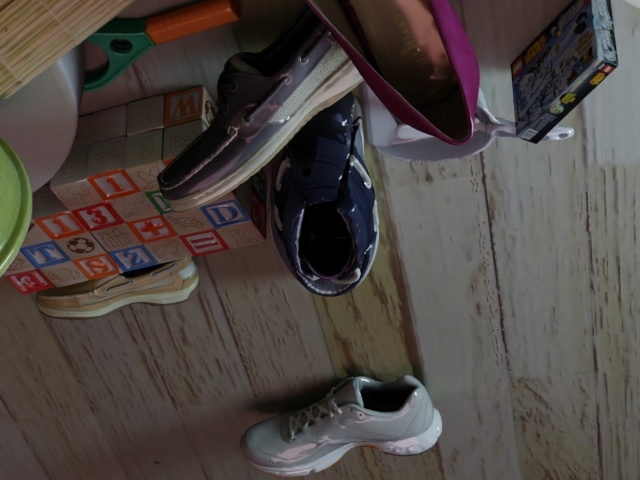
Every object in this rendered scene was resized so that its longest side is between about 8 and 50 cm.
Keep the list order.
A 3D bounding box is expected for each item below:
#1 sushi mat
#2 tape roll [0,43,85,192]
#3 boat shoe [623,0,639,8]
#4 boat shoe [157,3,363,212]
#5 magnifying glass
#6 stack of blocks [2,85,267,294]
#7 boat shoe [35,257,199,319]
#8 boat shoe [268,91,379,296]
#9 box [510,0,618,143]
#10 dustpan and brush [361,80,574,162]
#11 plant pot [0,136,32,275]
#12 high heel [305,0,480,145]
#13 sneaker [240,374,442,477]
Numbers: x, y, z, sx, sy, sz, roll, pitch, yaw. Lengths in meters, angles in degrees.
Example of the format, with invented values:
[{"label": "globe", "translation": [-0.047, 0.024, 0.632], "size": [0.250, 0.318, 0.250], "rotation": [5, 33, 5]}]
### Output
[{"label": "sushi mat", "translation": [-0.209, -0.256, 1.554], "size": [0.316, 0.019, 0.151], "rotation": [-35, 126, 15]}, {"label": "tape roll", "translation": [-0.422, -0.161, 1.716], "size": [0.392, 0.072, 0.392], "rotation": [2, 143, 1]}, {"label": "boat shoe", "translation": [0.232, -0.266, 1.575], "size": [0.305, 0.091, 0.109], "rotation": [3, 104, -13]}, {"label": "boat shoe", "translation": [-0.054, -0.143, 1.701], "size": [0.285, 0.103, 0.092], "rotation": [-39, 115, 9]}, {"label": "magnifying glass", "translation": [-0.185, -0.195, 1.732], "size": [0.231, 0.026, 0.092], "rotation": [-16, 142, 20]}, {"label": "stack of blocks", "translation": [-0.224, -0.048, 1.890], "size": [0.297, 0.087, 0.171], "rotation": [-13, 144, 18]}, {"label": "boat shoe", "translation": [-0.237, 0.039, 2.049], "size": [0.190, 0.068, 0.072], "rotation": [-11, 133, -2]}, {"label": "boat shoe", "translation": [0.000, 0.000, 1.900], "size": [0.127, 0.158, 0.340], "rotation": [-3, 145, 4]}, {"label": "box", "translation": [0.232, -0.168, 1.714], "size": [0.027, 0.094, 0.137], "rotation": [17, 143, -23]}, {"label": "dustpan and brush", "translation": [0.149, -0.123, 1.808], "size": [0.211, 0.060, 0.147], "rotation": [-3, 145, 4]}, {"label": "plant pot", "translation": [-0.410, -0.095, 1.526], "size": [0.276, 0.276, 0.254], "rotation": [-4, 139, 5]}, {"label": "high heel", "translation": [0.025, -0.243, 1.490], "size": [0.127, 0.181, 0.377], "rotation": [-37, 128, 9]}, {"label": "sneaker", "translation": [0.020, 0.223, 2.299], "size": [0.262, 0.099, 0.121], "rotation": [-12, 137, 4]}]
